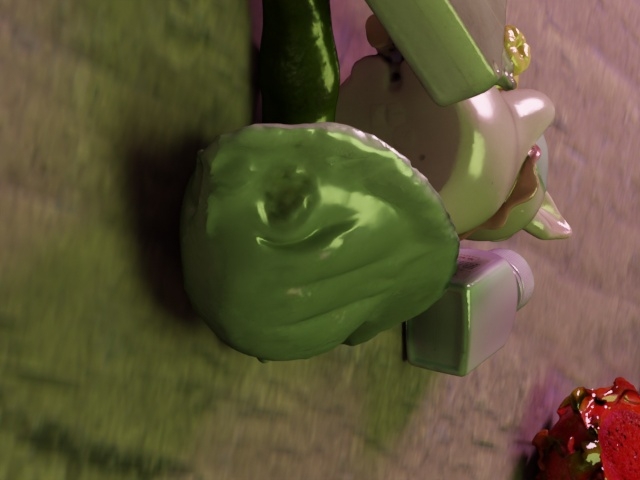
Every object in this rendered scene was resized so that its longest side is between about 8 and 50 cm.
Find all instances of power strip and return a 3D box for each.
[{"bbox_3d":[0.035,-0.197,1.017,0.270,0.046,0.118,52,30,-32],"label":"power strip"}]

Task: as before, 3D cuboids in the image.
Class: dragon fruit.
[{"bbox_3d":[0.246,0.224,1.565,0.133,0.150,0.208,-3,115,-32],"label":"dragon fruit"}]

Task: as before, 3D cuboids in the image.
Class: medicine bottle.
[{"bbox_3d":[0.113,0.046,1.326,0.118,0.055,0.074,-30,124,-53],"label":"medicine bottle"}]

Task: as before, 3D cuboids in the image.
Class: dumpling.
[{"bbox_3d":[-0.011,-0.008,1.009,0.152,0.108,0.219,-27,150,-13],"label":"dumpling"}]

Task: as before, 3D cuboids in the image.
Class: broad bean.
[{"bbox_3d":[-0.015,-0.118,1.044,0.052,0.052,0.256,-27,121,-45],"label":"broad bean"}]

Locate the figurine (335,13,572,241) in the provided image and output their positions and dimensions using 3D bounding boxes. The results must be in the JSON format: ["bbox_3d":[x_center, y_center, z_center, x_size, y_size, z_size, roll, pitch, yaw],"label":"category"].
[{"bbox_3d":[0.099,-0.066,1.199,0.235,0.127,0.155,4,71,-62],"label":"figurine"}]
